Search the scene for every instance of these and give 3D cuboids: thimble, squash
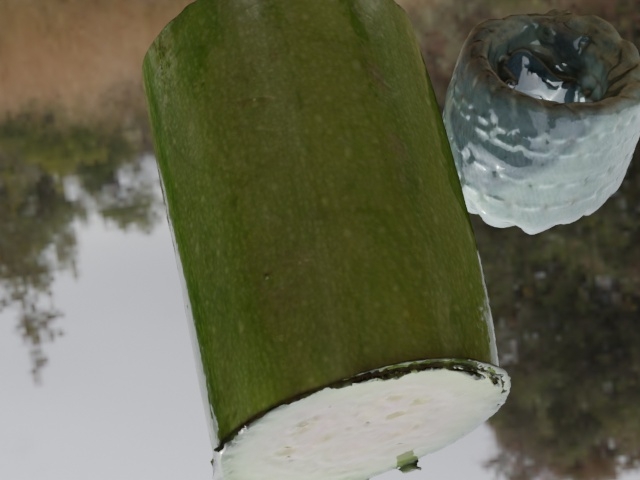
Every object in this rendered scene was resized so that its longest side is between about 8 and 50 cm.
[{"bbox_3d":[0.232,-0.127,1.549,0.205,0.171,0.250,16,-142,11],"label":"thimble"},{"bbox_3d":[0.000,0.000,1.271,0.263,0.384,0.263,-10,153,-5],"label":"squash"}]
